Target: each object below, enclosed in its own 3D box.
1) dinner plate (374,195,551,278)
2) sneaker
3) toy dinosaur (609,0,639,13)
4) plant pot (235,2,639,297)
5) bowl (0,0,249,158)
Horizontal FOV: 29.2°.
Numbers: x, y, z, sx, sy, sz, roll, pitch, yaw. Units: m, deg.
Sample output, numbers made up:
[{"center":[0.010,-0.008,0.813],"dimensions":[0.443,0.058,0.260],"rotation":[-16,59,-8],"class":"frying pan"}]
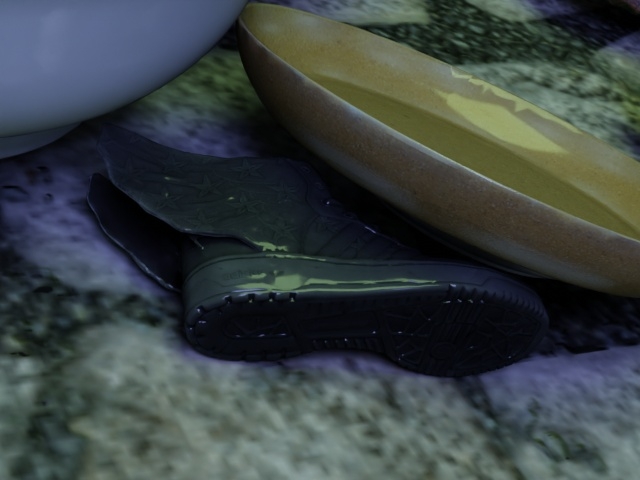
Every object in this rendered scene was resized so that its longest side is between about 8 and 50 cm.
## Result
[{"center":[0.064,-0.014,0.532],"dimensions":[0.141,0.017,0.141],"rotation":[24,18,-8],"class":"dinner plate"},{"center":[-0.001,0.002,0.468],"dimensions":[0.170,0.051,0.089],"rotation":[4,43,-19],"class":"sneaker"},{"center":[0.228,-0.177,0.780],"dimensions":[0.295,0.127,0.200],"rotation":[12,49,1],"class":"toy dinosaur"},{"center":[0.068,-0.037,0.522],"dimensions":[0.236,0.032,0.236],"rotation":[24,16,-7],"class":"plant pot"},{"center":[-0.150,-0.123,0.472],"dimensions":[0.297,0.134,0.298],"rotation":[9,39,-7],"class":"bowl"}]
